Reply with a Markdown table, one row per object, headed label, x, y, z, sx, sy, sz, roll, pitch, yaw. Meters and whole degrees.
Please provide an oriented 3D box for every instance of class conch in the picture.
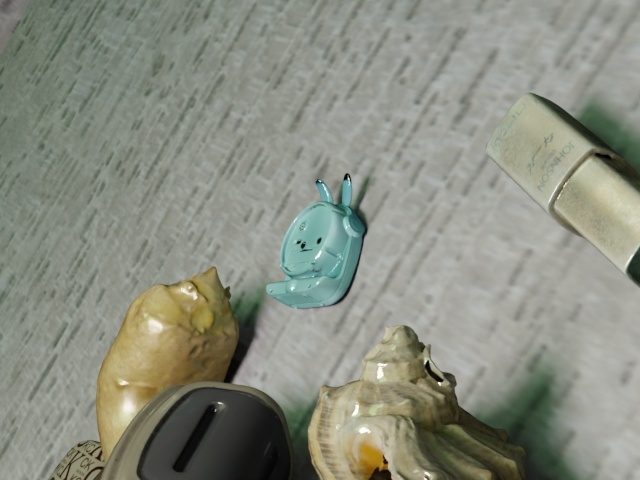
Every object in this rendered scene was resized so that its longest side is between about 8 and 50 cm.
| label | x | y | z | sx | sy | sz | roll | pitch | yaw |
| --- | --- | --- | --- | --- | --- | --- | --- | --- | --- |
| conch | 0.095 | 0.212 | 1.227 | 0.210 | 0.159 | 0.291 | -1 | 103 | 66 |

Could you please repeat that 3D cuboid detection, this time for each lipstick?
| label | x | y | z | sx | sy | sz | roll | pitch | yaw |
| --- | --- | --- | --- | --- | --- | --- | --- | --- | --- |
| lipstick | 0.232 | -0.041 | 1.298 | 0.079 | 0.077 | 0.253 | -55 | 30 | 11 |

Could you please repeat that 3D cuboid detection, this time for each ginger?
| label | x | y | z | sx | sy | sz | roll | pitch | yaw |
| --- | --- | --- | --- | --- | --- | --- | --- | --- | --- |
| ginger | -0.174 | 0.152 | 1.712 | 0.152 | 0.138 | 0.267 | 15 | 90 | 46 |

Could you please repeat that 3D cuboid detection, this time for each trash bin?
| label | x | y | z | sx | sy | sz | roll | pitch | yaw |
| --- | --- | --- | --- | --- | --- | --- | --- | --- | --- |
| trash bin | -0.155 | 0.278 | 1.505 | 0.290 | 0.182 | 0.209 | -46 | 10 | 37 |

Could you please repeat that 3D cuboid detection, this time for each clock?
| label | x | y | z | sx | sy | sz | roll | pitch | yaw |
| --- | --- | --- | --- | --- | --- | --- | --- | --- | --- |
| clock | 0.001 | 0.000 | 1.656 | 0.108 | 0.045 | 0.147 | -9 | 57 | 53 |

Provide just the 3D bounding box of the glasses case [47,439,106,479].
| label | x | y | z | sx | sy | sz | roll | pitch | yaw |
| --- | --- | --- | --- | --- | --- | --- | --- | --- | --- |
| glasses case | -0.317 | 0.401 | 1.764 | 0.137 | 0.085 | 0.355 | 8 | 73 | 60 |
